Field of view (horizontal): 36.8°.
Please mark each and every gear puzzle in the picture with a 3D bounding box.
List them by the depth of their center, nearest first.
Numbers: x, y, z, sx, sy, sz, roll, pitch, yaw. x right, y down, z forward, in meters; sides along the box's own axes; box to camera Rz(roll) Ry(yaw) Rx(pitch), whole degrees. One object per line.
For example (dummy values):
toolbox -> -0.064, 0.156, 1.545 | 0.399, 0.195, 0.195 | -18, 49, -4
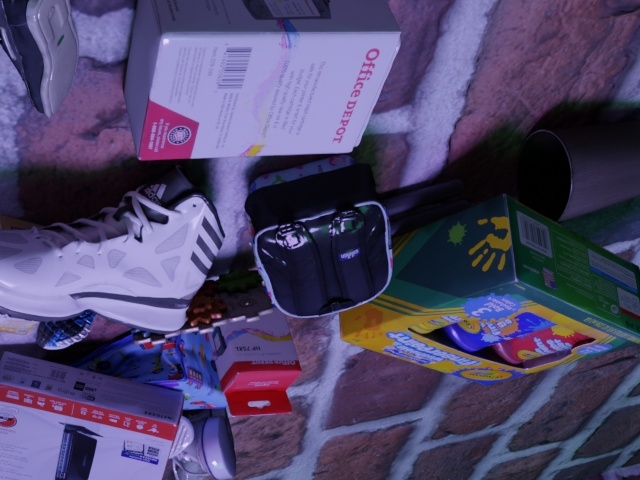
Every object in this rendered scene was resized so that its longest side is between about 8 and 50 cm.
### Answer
gear puzzle -> -0.165, 0.090, 1.650 | 0.339, 0.175, 0.044 | -13, 115, -10

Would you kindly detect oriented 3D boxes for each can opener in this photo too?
can opener -> 0.118, -0.039, 1.699 | 0.283, 0.076, 0.095 | -17, 180, -5

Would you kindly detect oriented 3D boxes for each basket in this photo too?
basket -> 0.480, -0.127, 1.667 | 0.227, 0.154, 0.204 | -13, 153, -17

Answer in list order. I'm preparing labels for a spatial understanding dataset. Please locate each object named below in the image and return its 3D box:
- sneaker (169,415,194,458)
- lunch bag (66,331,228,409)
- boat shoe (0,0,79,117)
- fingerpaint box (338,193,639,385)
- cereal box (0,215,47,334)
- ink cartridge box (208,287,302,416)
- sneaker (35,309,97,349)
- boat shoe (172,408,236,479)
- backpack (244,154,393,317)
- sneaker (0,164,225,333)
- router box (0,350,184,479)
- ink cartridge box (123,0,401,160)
sneaker -> -0.365, 0.389, 1.959 | 0.282, 0.102, 0.161 | -11, 179, 18
lunch bag -> -0.340, 0.274, 1.875 | 0.293, 0.138, 0.221 | -18, 152, 16
boat shoe -> -0.340, -0.235, 1.147 | 0.079, 0.084, 0.233 | 23, 152, 5
fingerpaint box -> 0.313, 0.114, 1.731 | 0.371, 0.163, 0.445 | -23, 148, 38
cereal box -> -0.486, 0.062, 1.527 | 0.173, 0.047, 0.240 | 16, 134, -43
ink cartridge box -> -0.122, 0.201, 1.760 | 0.134, 0.231, 0.078 | 2, 143, -31
sneaker -> -0.408, 0.127, 1.571 | 0.083, 0.071, 0.190 | -33, -171, 33
boat shoe -> -0.267, 0.425, 2.017 | 0.157, 0.135, 0.367 | -15, -174, -5
backpack -> 0.000, 0.000, 1.547 | 0.225, 0.191, 0.253 | -15, 133, -1
sneaker -> -0.321, -0.021, 1.386 | 0.447, 0.169, 0.257 | 15, 112, -50
router box -> -0.445, 0.372, 1.783 | 0.336, 0.082, 0.301 | 14, 126, -7
ink cartridge box -> -0.083, -0.222, 1.232 | 0.306, 0.131, 0.226 | -5, 145, -24
